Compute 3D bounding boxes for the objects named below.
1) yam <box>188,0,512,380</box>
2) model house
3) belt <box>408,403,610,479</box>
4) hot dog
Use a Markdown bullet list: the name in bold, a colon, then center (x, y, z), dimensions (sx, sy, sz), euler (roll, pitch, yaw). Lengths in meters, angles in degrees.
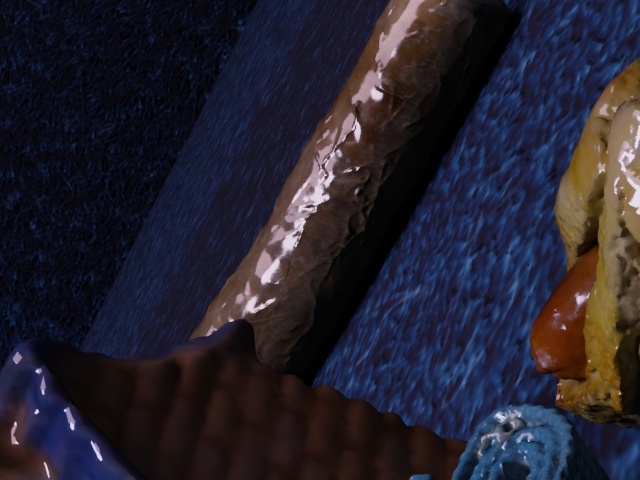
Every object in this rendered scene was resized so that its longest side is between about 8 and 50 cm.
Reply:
- **yam**: center (0.000, 0.000, 0.845), dimensions (0.300, 0.066, 0.066), euler (-59, 11, 16)
- **model house**: center (-0.053, 0.131, 0.460), dimensions (0.166, 0.172, 0.183), euler (-56, 13, 32)
- **belt**: center (0.037, 0.102, 0.359), dimensions (0.100, 0.065, 0.179), euler (-22, 25, 39)
- **hot dog**: center (0.093, -0.016, 0.403), dimensions (0.169, 0.061, 0.078), euler (-57, 13, 34)
